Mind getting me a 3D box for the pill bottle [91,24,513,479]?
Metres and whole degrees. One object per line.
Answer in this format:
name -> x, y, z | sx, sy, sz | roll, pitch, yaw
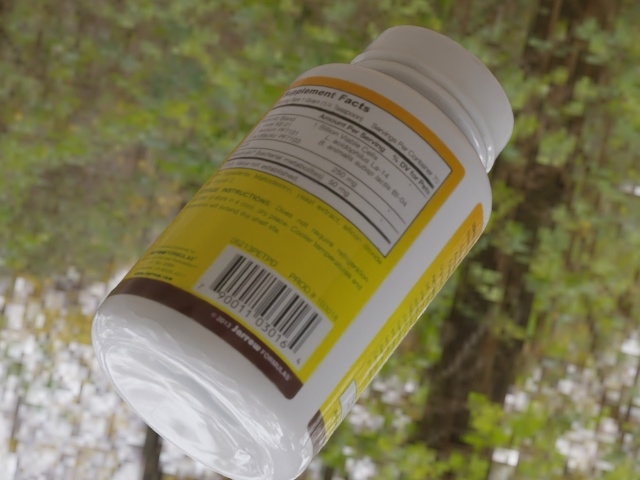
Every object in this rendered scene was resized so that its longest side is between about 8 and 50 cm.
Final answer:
pill bottle -> 0.000, 0.000, 0.802 | 0.117, 0.215, 0.117 | 30, 153, 18
